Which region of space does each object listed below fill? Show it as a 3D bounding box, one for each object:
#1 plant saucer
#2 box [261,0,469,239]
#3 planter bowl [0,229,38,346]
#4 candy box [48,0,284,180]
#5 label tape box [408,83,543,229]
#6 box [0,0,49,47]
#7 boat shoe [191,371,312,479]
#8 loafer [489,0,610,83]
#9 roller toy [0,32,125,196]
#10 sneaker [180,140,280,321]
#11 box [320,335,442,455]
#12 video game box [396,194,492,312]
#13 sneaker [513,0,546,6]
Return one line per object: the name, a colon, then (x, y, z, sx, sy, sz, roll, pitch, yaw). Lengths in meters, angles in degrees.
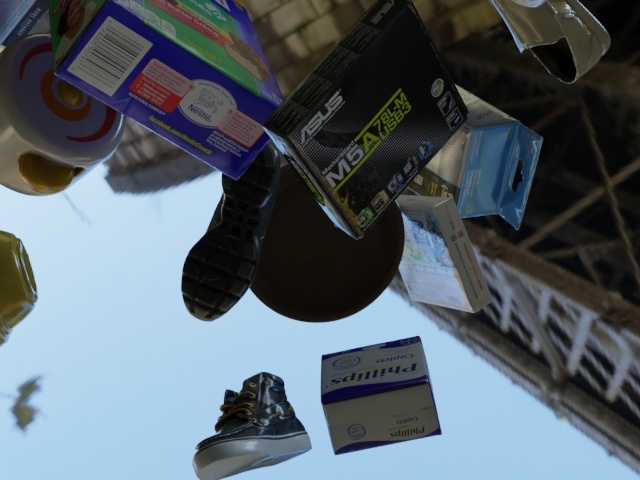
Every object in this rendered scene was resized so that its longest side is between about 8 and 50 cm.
plant saucer: (0.000, 0.000, 1.868, 0.278, 0.278, 0.041, -32, 163, 0)
box: (0.052, -0.123, 1.170, 0.191, 0.184, 0.045, -48, -129, -10)
planter bowl: (-0.467, 0.054, 1.669, 0.090, 0.217, 0.217, -16, -158, -7)
candy box: (-0.197, -0.256, 1.419, 0.122, 0.268, 0.317, -47, -145, 19)
label tape box: (0.306, -0.191, 2.550, 0.115, 0.249, 0.347, -25, -132, -34)
box: (-0.468, -0.343, 1.511, 0.100, 0.244, 0.060, -48, -118, 9)
boat shoe: (-0.075, 0.171, 1.072, 0.065, 0.083, 0.183, -29, 164, 18)
loafer: (0.303, -0.315, 1.607, 0.102, 0.268, 0.092, -8, -125, 57)
roller toy: (-0.363, -0.167, 1.514, 0.146, 0.191, 0.209, -29, -168, 41)
sneaker: (-0.111, -0.011, 1.609, 0.106, 0.101, 0.267, 8, 104, -81)
box: (0.068, 0.178, 1.336, 0.126, 0.072, 0.137, -12, -162, 4)
video game box: (0.180, 0.017, 1.879, 0.048, 0.187, 0.205, -30, -164, -21)
sneaker: (0.270, -0.433, 1.388, 0.161, 0.102, 0.282, 114, -24, -50)
